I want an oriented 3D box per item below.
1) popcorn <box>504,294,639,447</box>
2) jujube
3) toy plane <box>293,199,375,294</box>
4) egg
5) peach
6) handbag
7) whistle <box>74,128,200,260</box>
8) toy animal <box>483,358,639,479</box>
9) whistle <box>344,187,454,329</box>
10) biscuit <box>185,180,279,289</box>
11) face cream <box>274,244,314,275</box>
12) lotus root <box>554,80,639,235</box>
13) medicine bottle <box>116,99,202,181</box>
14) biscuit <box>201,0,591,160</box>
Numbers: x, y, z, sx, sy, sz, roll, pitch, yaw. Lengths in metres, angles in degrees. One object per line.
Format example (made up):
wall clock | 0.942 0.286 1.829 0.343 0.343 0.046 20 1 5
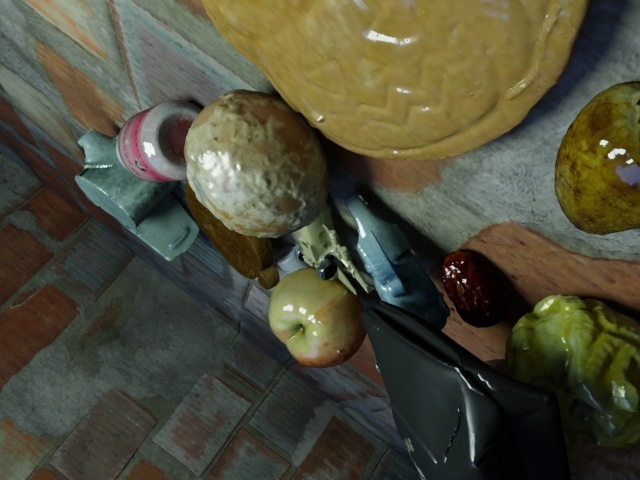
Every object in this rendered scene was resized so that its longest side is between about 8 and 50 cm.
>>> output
popcorn | 0.326 0.166 0.610 0.187 0.167 0.185 2 122 45
jujube | 0.226 0.070 0.724 0.077 0.077 0.129 -2 125 57
toy plane | 0.000 0.000 0.898 0.242 0.104 0.256 40 171 40
egg | -0.084 -0.102 0.695 0.195 0.195 0.233 19 169 39
peach | 0.005 0.152 1.048 0.232 0.232 0.232 31 157 15
handbag | 0.167 0.237 0.641 0.288 0.152 0.342 41 157 56
whistle | -0.472 -0.111 1.285 0.188 0.168 0.405 28 156 21
toy animal | 0.354 0.287 0.767 0.358 0.188 0.226 16 176 19
whistle | 0.111 0.045 0.754 0.269 0.093 0.180 58 -172 4
biscuit | -0.199 -0.020 1.149 0.314 0.063 0.367 48 159 0
face cream | -0.026 0.095 1.166 0.084 0.057 0.198 10 147 53
lotus root | 0.253 -0.051 0.421 0.191 0.094 0.108 77 171 -64
medicine bottle | -0.305 -0.180 0.936 0.247 0.147 0.147 5 141 52
biscuit | 0.031 -0.219 0.461 0.365 0.062 0.385 43 157 -11
